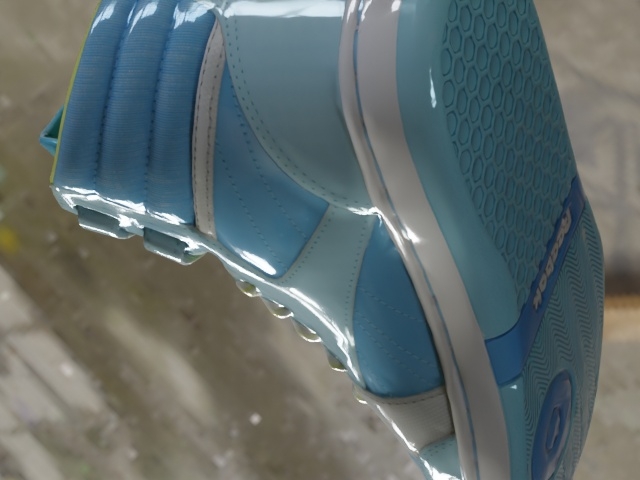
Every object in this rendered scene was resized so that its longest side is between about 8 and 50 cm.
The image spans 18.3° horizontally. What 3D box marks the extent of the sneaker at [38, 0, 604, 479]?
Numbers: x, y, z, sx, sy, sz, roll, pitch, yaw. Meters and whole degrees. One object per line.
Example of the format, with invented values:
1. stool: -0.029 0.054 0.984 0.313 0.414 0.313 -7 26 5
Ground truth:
1. sneaker: 0.000 0.000 0.834 0.208 0.127 0.319 7 135 25
